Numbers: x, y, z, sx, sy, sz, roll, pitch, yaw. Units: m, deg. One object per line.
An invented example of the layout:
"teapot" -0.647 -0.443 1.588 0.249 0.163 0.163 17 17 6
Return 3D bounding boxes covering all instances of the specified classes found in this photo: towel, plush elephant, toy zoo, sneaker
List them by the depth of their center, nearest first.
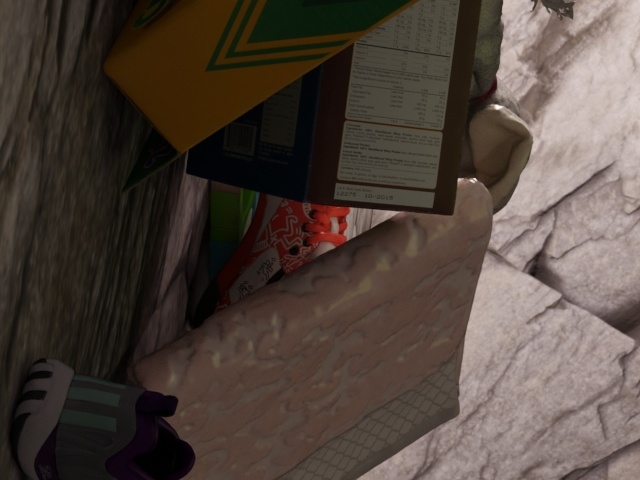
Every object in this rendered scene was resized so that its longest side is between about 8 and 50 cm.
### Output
"sneaker" -0.124 0.154 1.062 0.223 0.098 0.083 88 12 -59
"towel" -0.003 0.125 1.440 0.332 0.053 0.317 -30 146 -23
"sneaker" 0.001 0.001 1.507 0.090 0.145 0.270 22 96 -45
"toy zoo" -0.074 0.003 1.680 0.192 0.030 0.293 -75 171 -50
"plush elephant" 0.112 -0.173 1.812 0.272 0.330 0.255 -87 175 -57

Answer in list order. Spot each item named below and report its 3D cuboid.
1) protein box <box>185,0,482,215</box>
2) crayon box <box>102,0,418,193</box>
"protein box" 0.008 -0.134 1.348 0.200 0.136 0.201 15 -81 58
"crayon box" -0.014 -0.183 1.119 0.083 0.323 0.203 48 29 -20
